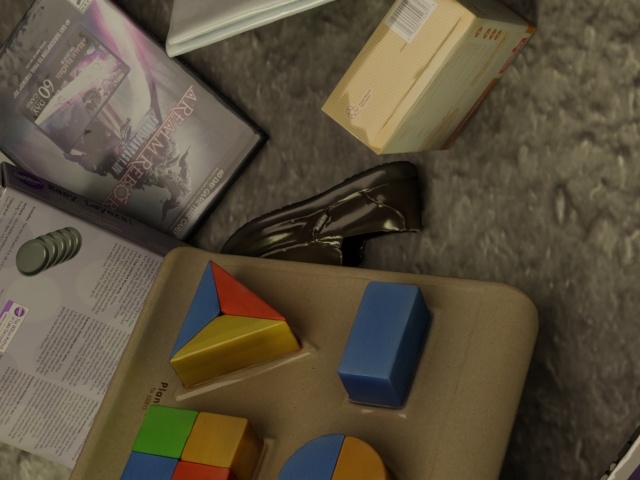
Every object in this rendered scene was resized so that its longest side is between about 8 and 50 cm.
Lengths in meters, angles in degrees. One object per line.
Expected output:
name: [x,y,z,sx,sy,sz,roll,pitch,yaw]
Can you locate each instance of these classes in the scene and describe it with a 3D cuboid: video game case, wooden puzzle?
video game case: [-0.211,-0.117,1.644,0.274,0.026,0.196,42,105,10]
wooden puzzle: [-0.021,0.142,1.367,0.348,0.080,0.322,8,56,19]

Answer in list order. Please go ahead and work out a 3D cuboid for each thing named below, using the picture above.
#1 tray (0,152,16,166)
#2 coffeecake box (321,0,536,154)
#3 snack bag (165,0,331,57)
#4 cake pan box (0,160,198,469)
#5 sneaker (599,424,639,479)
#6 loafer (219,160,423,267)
tray: [-0.342,-0.122,1.738,0.270,0.030,0.145,31,103,23]
coffeecake box: [0.098,-0.151,1.426,0.068,0.185,0.142,40,107,16]
snack bag: [0.011,-0.337,1.454,0.323,0.037,0.342,-17,49,25]
cake pan box: [-0.259,0.089,1.596,0.267,0.245,0.070,-59,23,16]
sneaker: [0.265,0.272,1.399,0.124,0.107,0.283,38,107,15]
loafer: [0.000,0.000,1.538,0.220,0.080,0.078,-26,79,25]
